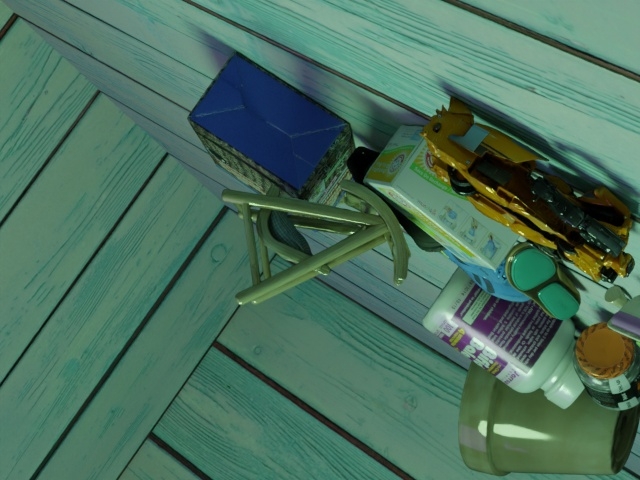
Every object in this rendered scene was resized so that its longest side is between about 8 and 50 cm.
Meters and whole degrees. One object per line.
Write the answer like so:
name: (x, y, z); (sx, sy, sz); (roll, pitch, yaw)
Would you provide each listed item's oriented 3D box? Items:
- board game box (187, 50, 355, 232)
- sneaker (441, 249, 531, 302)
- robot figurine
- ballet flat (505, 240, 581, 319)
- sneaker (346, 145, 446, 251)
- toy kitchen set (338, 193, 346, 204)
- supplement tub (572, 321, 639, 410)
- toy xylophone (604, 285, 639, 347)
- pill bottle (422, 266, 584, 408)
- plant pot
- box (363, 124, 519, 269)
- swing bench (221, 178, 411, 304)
board game box: (-0.072, -0.160, 2.138); (0.232, 0.141, 0.291); (34, 173, 12)
sneaker: (0.282, 0.037, 2.103); (0.209, 0.069, 0.082); (36, 169, -9)
robot figurine: (0.258, -0.053, 1.517); (0.291, 0.085, 0.211); (34, 174, 17)
ballet flat: (0.332, 0.049, 1.940); (0.232, 0.080, 0.073); (46, -163, -49)
sneaker: (0.132, -0.071, 1.944); (0.130, 0.109, 0.286); (44, 168, -35)
toy kitchen set: (0.037, -0.099, 2.374); (0.075, 0.083, 0.068); (-164, 62, -70)
supplement tub: (0.483, 0.206, 2.088); (0.117, 0.117, 0.190); (31, 173, 28)
toy xylophone: (0.525, 0.172, 1.795); (0.322, 0.081, 0.236); (39, 173, -25)
pill bottle: (0.348, 0.168, 2.265); (0.301, 0.169, 0.169); (34, 173, 6)
plant pot: (0.460, 0.326, 2.439); (0.280, 0.323, 0.323); (12, 163, 28)
box: (0.178, -0.062, 1.758); (0.203, 0.103, 0.114); (37, 174, -18)
swing bench: (0.000, 0.000, 1.872); (0.254, 0.165, 0.253); (-8, 176, 1)
